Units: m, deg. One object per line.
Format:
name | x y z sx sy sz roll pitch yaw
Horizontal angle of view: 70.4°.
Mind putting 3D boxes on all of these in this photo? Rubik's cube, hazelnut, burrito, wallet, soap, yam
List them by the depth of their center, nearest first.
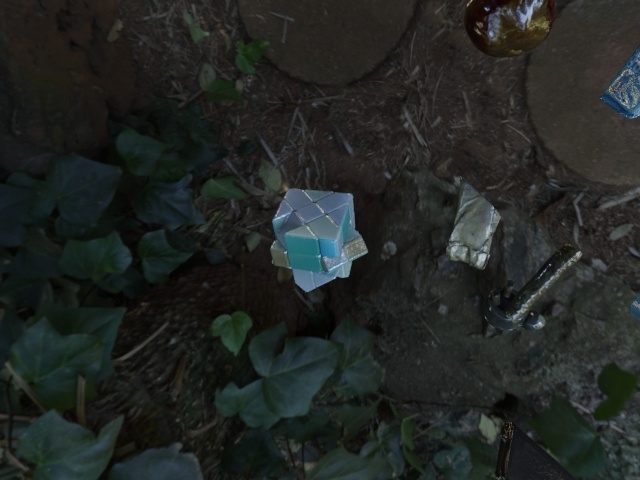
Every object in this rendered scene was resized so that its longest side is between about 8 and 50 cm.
wallet | 0.447 0.491 0.903 0.250 0.149 0.044 41 130 0
Rubik's cube | 0.000 0.000 1.175 0.264 0.225 0.213 7 135 16
hazelnut | 0.516 -0.622 1.232 0.233 0.218 0.218 -4 107 -7
yam | 0.633 0.122 1.302 0.061 0.061 0.274 38 102 -1
soap | 1.080 -0.550 1.493 0.156 0.077 0.293 61 155 26
burrito | 0.589 -0.067 1.730 0.174 0.107 0.348 10 82 17

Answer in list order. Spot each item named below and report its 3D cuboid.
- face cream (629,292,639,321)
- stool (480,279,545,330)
face cream | 0.604 0.166 0.685 0.077 0.250 0.077 -12 126 -17
stool | 0.722 0.244 1.698 0.227 0.154 0.139 7 140 7
